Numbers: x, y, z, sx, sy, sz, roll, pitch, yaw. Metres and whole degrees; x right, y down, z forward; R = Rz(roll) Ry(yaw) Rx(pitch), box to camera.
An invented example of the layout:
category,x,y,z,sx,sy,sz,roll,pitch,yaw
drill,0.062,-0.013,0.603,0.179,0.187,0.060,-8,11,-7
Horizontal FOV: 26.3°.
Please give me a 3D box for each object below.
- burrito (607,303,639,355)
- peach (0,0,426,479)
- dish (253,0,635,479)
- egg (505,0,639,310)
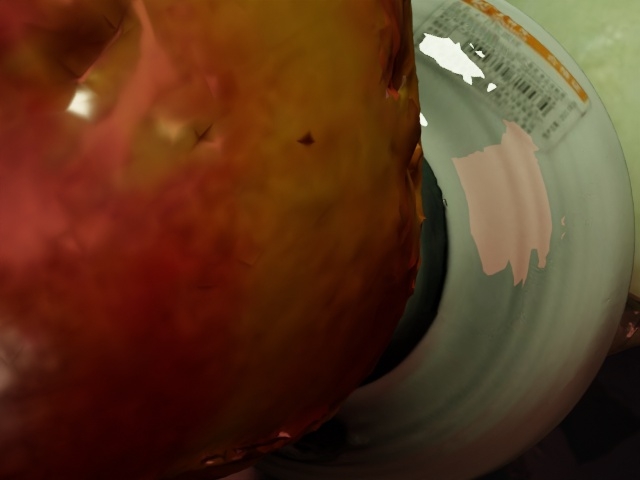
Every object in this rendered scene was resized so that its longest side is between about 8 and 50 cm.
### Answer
category,x,y,z,sx,sy,sz,roll,pitch,yaw
burrito,0.166,0.054,0.878,0.171,0.042,0.051,-17,88,-13
peach,-0.131,-0.096,0.472,0.339,0.353,0.416,-4,69,-42
dish,0.000,0.000,0.653,0.273,0.134,0.273,2,94,24
egg,0.230,-0.108,0.778,0.278,0.278,0.336,28,89,-12
